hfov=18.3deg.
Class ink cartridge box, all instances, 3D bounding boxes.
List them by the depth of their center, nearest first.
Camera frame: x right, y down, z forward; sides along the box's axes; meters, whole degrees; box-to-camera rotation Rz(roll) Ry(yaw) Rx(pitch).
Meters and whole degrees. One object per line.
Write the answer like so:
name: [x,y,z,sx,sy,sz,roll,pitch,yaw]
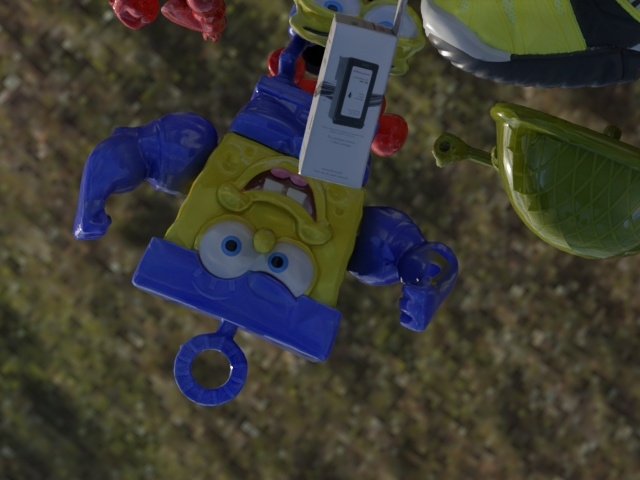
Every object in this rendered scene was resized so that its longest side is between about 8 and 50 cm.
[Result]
ink cartridge box: [0.014,-0.068,0.845,0.028,0.083,0.048,14,-170,-4]

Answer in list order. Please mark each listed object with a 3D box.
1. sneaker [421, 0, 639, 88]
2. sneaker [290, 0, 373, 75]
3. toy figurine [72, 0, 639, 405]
sneaker: [0.251,-0.203,1.333,0.384,0.145,0.147,-10,122,14]
sneaker: [0.057,-0.232,1.649,0.106,0.162,0.281,29,138,-3]
toy figurine: [0.000,0.000,1.057,0.362,0.217,0.191,23,167,-3]
